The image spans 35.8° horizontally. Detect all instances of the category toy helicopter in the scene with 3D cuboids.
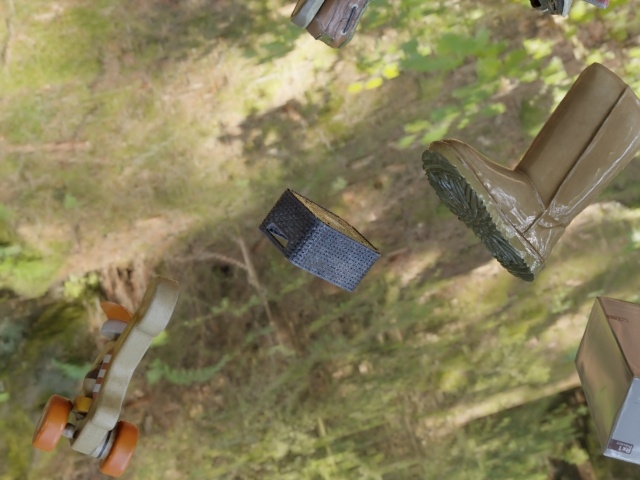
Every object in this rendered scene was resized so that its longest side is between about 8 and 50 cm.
[{"bbox_3d":[-0.288,0.166,1.464,0.140,0.235,0.355,25,129,-16],"label":"toy helicopter"}]

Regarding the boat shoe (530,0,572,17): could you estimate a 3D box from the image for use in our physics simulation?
[{"bbox_3d":[0.416,-0.446,1.773,0.079,0.084,0.233,16,-172,5],"label":"boat shoe"}]

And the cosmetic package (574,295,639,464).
[{"bbox_3d":[0.370,0.158,1.107,0.127,0.107,0.238,14,-164,0],"label":"cosmetic package"}]

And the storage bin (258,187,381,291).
[{"bbox_3d":[0.000,0.000,1.645,0.180,0.122,0.084,27,103,-46],"label":"storage bin"}]

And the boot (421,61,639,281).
[{"bbox_3d":[0.270,-0.118,1.220,0.269,0.236,0.089,-50,-150,-15],"label":"boot"}]

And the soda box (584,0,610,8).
[{"bbox_3d":[0.446,-0.483,1.457,0.263,0.083,0.092,-64,167,4],"label":"soda box"}]

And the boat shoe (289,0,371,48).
[{"bbox_3d":[0.077,-0.446,1.559,0.307,0.104,0.111,-52,-162,21],"label":"boat shoe"}]
